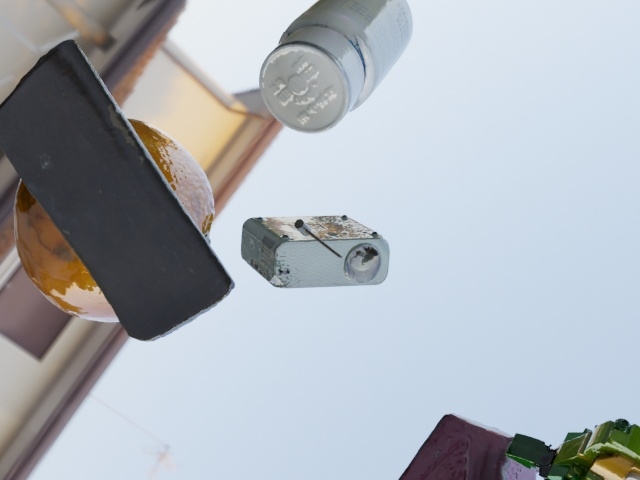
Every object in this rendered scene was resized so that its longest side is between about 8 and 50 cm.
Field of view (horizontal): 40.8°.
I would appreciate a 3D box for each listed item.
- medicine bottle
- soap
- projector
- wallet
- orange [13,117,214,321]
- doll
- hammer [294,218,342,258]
[{"bbox_3d":[0.024,-0.253,1.149,0.143,0.143,0.258,-26,-162,35],"label":"medicine bottle"},{"bbox_3d":[0.185,0.423,1.248,0.325,0.127,0.220,-53,-156,-15],"label":"soap"},{"bbox_3d":[-0.013,0.017,1.741,0.198,0.250,0.108,-145,-122,-62],"label":"projector"},{"bbox_3d":[-0.113,-0.021,0.455,0.082,0.157,0.018,-33,-177,34],"label":"wallet"},{"bbox_3d":[-0.308,-0.030,1.298,0.312,0.312,0.312,-34,-150,24],"label":"orange"},{"bbox_3d":[0.341,0.279,1.068,0.106,0.134,0.186,-46,-175,-38],"label":"doll"},{"bbox_3d":[0.000,0.000,1.499,0.110,0.035,0.019,36,-95,32],"label":"hammer"}]
